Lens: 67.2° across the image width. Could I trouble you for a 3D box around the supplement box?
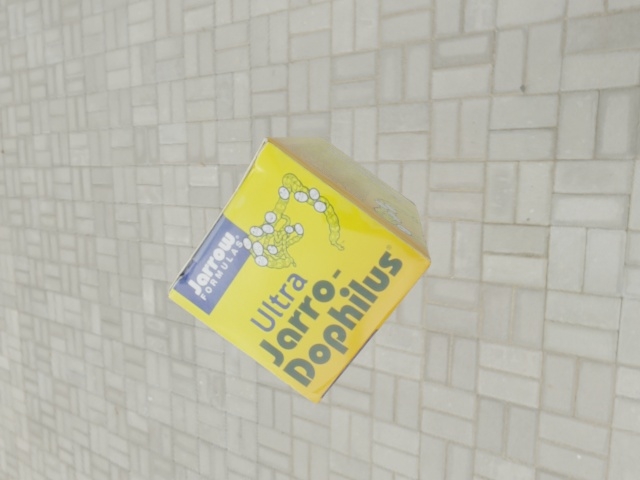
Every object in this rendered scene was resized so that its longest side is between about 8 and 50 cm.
[{"bbox_3d":[0.000,0.000,0.626,0.195,0.356,0.194,36,105,0],"label":"supplement box"}]
